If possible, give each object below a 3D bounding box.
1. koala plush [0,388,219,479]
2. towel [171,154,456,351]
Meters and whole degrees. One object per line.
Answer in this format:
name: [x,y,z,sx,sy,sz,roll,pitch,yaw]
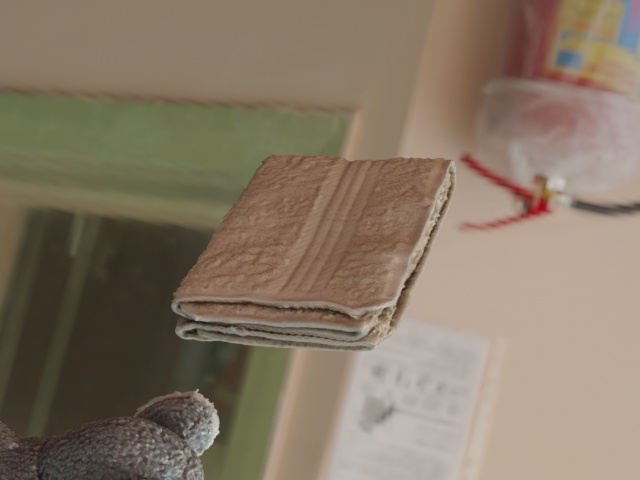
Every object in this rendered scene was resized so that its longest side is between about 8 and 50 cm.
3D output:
koala plush: [-0.181,0.193,1.217,0.221,0.203,0.196,-23,-168,22]
towel: [0.000,0.000,1.437,0.187,0.049,0.282,3,-148,16]
